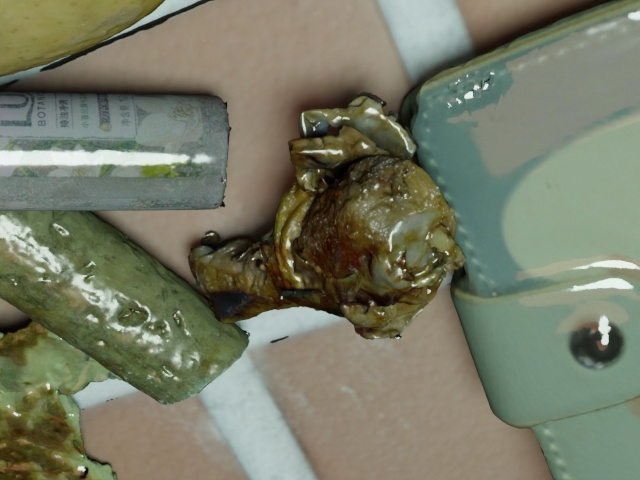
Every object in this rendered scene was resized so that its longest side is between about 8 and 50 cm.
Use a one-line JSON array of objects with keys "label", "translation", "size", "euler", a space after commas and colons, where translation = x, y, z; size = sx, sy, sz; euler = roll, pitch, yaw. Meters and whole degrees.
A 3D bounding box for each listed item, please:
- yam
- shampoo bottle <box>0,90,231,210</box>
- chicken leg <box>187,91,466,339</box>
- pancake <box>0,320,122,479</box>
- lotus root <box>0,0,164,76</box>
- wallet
[{"label": "yam", "translation": [-0.133, 0.033, 0.714], "size": [0.179, 0.078, 0.078], "euler": [39, 116, -18]}, {"label": "shampoo bottle", "translation": [-0.158, -0.049, 0.639], "size": [0.214, 0.072, 0.072], "euler": [-1, 121, -15]}, {"label": "chicken leg", "translation": [0.005, 0.006, 0.653], "size": [0.125, 0.080, 0.196], "euler": [49, 141, 4]}, {"label": "pancake", "translation": [-0.267, 0.204, 0.844], "size": [0.305, 0.067, 0.427], "euler": [-4, 117, 1]}, {"label": "lotus root", "translation": [-0.173, -0.161, 0.565], "size": [0.342, 0.151, 0.169], "euler": [-7, 120, 16]}, {"label": "wallet", "translation": [0.204, 0.032, 0.663], "size": [0.252, 0.083, 0.360], "euler": [-18, 109, 18]}]
